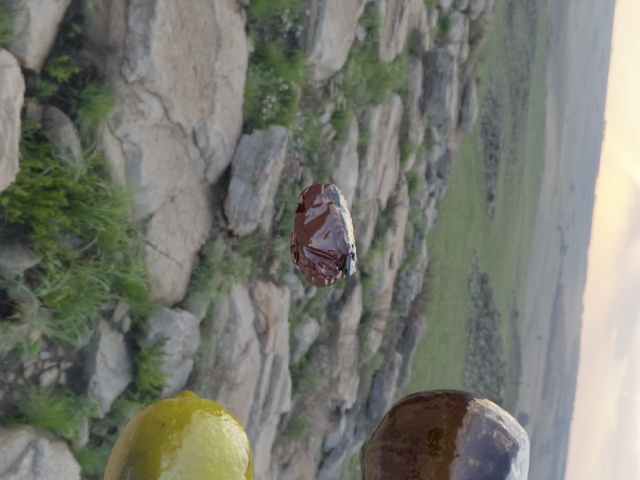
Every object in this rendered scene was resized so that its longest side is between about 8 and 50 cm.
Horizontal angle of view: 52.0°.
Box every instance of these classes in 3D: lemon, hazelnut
[{"bbox_3d":[-0.233,0.400,1.095,0.283,0.261,0.260,-99,175,-49],"label":"lemon"},{"bbox_3d":[0.305,0.575,1.562,0.402,0.403,0.429,61,41,-54],"label":"hazelnut"}]

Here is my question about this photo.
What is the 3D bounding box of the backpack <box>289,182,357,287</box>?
[{"bbox_3d":[0.003,0.000,1.398,0.229,0.139,0.229,173,-90,-88],"label":"backpack"}]
